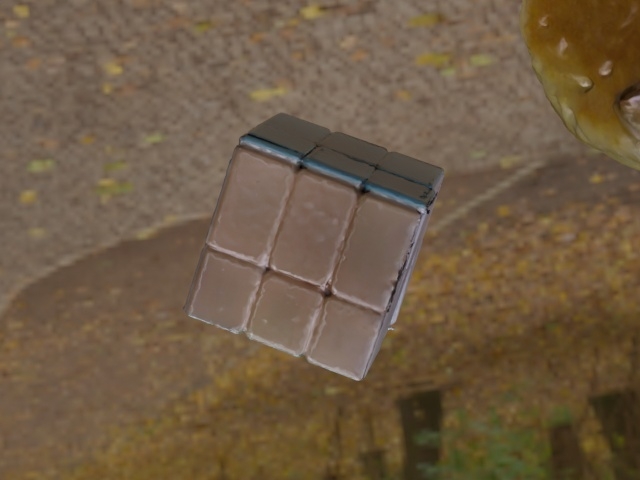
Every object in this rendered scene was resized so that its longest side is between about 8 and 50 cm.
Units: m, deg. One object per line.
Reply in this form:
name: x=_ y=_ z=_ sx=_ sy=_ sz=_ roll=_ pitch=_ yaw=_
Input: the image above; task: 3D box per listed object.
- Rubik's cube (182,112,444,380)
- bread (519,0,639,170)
Rubik's cube: x=0.000 y=0.000 z=1.772 sx=0.225 sy=0.221 sz=0.231 roll=20 pitch=-165 yaw=5
bread: x=0.241 y=-0.155 z=0.983 sx=0.134 sy=0.244 sz=0.244 roll=-15 pitch=174 yaw=-33
